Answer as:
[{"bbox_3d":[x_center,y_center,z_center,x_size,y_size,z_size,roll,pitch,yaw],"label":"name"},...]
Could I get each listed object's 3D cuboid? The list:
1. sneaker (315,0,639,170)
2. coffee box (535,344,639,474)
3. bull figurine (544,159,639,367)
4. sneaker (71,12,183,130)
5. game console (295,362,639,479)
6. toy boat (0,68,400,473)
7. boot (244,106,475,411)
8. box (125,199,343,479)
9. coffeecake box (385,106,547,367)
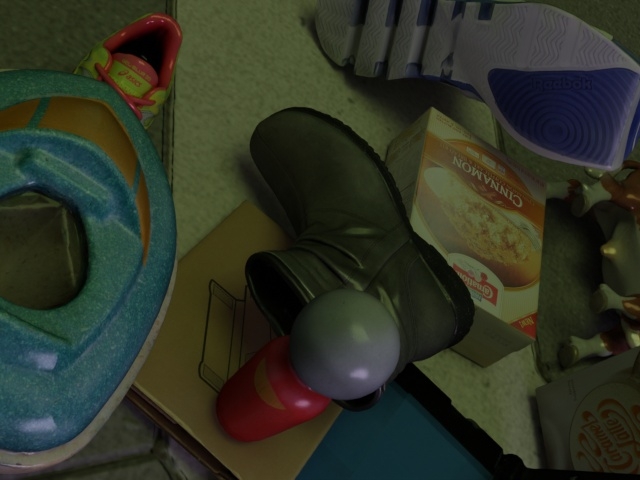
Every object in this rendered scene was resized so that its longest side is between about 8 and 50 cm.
[{"bbox_3d":[0.171,-0.191,1.002,0.315,0.127,0.182,26,28,21],"label":"sneaker"},{"bbox_3d":[0.275,0.221,0.854,0.098,0.141,0.246,21,53,-35],"label":"coffee box"},{"bbox_3d":[0.319,0.050,1.027,0.188,0.101,0.310,10,52,-25],"label":"bull figurine"},{"bbox_3d":[-0.159,-0.094,0.759,0.081,0.094,0.208,34,49,-18],"label":"sneaker"},{"bbox_3d":[0.096,0.205,0.717,0.293,0.250,0.173,-47,122,-44],"label":"game console"},{"bbox_3d":[-0.110,0.022,0.616,0.318,0.148,0.267,30,46,-23],"label":"toy boat"},{"bbox_3d":[0.000,0.000,0.772,0.246,0.083,0.161,51,33,16],"label":"boot"},{"bbox_3d":[-0.048,0.076,0.769,0.164,0.021,0.201,40,44,2],"label":"box"},{"bbox_3d":[0.122,-0.004,0.935,0.142,0.068,0.185,30,49,-19],"label":"coffeecake box"}]
